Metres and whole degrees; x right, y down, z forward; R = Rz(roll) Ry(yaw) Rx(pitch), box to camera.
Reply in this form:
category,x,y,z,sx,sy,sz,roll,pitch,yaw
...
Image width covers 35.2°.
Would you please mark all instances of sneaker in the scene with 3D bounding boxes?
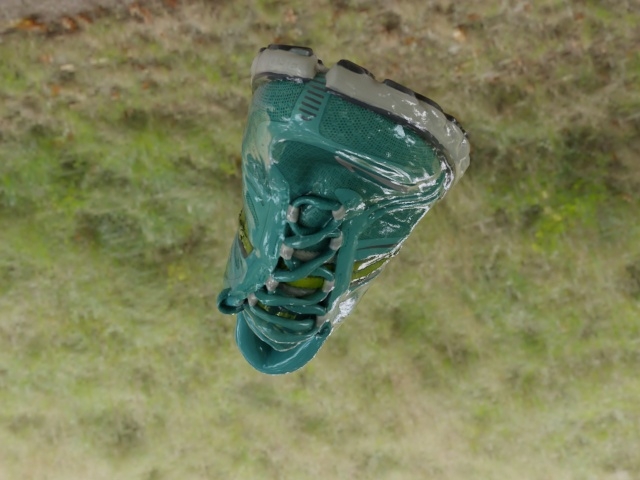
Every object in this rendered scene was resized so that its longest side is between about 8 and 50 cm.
category,x,y,z,sx,sy,sz,roll,pitch,yaw
sneaker,0.000,0.000,0.498,0.107,0.110,0.275,21,159,4
